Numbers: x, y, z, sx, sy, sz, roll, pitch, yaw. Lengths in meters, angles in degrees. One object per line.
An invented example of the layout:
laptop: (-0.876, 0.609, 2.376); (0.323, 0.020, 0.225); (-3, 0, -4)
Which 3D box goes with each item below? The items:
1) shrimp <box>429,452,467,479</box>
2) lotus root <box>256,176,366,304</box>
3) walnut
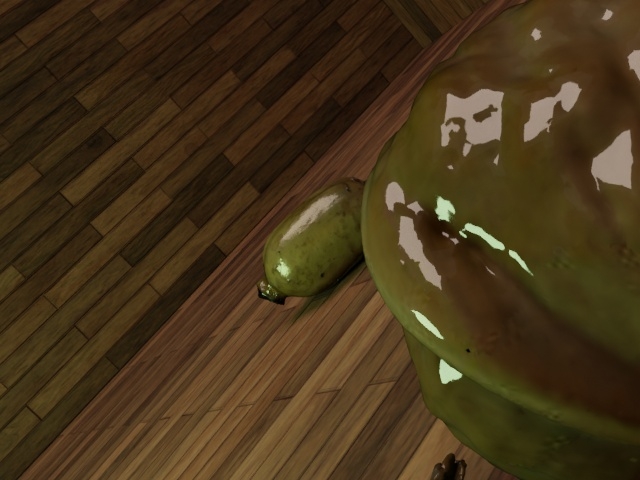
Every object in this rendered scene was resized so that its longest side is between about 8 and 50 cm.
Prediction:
shrimp: (0.060, 0.204, 0.537); (0.236, 0.053, 0.133); (-31, -20, -52)
lotus root: (0.000, 0.000, 1.438); (0.284, 0.146, 0.160); (-45, -7, 3)
walnut: (0.162, 0.003, 0.478); (0.285, 0.285, 0.296); (-56, -9, -51)
